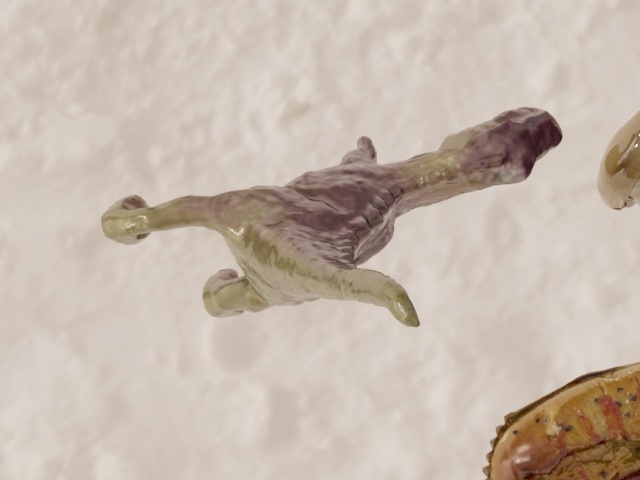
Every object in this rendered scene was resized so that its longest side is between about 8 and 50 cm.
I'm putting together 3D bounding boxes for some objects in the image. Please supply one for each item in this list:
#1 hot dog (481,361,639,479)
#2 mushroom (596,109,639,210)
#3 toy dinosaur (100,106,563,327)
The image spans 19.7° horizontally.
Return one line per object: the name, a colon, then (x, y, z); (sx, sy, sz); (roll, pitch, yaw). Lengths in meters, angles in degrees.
hot dog: (0.226, 0.143, 1.254); (0.252, 0.069, 0.131); (-24, 101, 7)
mushroom: (0.234, 0.029, 0.863); (0.108, 0.096, 0.247); (-37, 81, 13)
toy dinosaur: (-0.001, -0.005, 0.825); (0.251, 0.200, 0.072); (-20, 97, -61)
